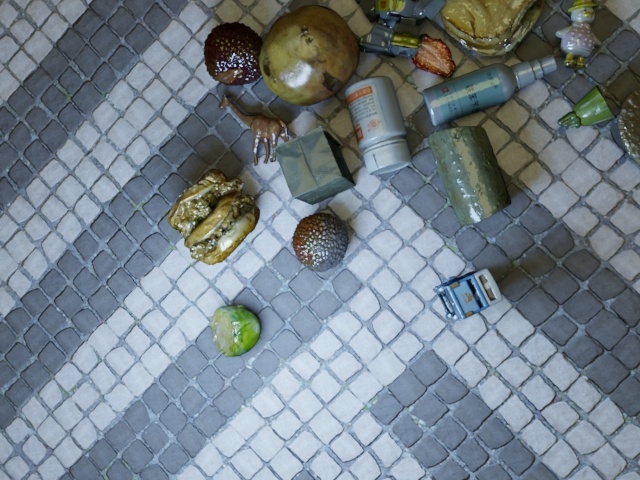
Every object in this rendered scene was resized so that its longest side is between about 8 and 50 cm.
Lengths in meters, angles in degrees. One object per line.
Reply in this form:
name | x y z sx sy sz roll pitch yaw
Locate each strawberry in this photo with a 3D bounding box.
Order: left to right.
strawberry | 0.314 -0.514 1.852 0.104 0.048 0.152 -42 85 2

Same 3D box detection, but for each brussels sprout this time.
brussels sprout | -0.238 0.259 1.907 0.152 0.122 0.149 -21 75 45

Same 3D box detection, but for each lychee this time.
lychee | -0.248 -0.546 1.908 0.188 0.188 0.188 0 88 11
lychee | 0.000 0.000 1.853 0.165 0.197 0.165 -2 120 -4

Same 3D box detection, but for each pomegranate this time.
pomegranate | -0.032 -0.506 1.807 0.282 0.281 0.280 0 88 11

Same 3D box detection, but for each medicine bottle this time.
medicine bottle | 0.163 -0.317 1.828 0.145 0.144 0.251 -18 84 10
medicine bottle | 0.460 -0.419 1.786 0.352 0.110 0.110 -18 85 10

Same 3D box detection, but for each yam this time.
yam | 0.403 -0.180 1.769 0.161 0.161 0.267 -20 84 10

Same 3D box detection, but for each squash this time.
squash | 0.704 -0.336 1.755 0.132 0.105 0.105 -32 82 26

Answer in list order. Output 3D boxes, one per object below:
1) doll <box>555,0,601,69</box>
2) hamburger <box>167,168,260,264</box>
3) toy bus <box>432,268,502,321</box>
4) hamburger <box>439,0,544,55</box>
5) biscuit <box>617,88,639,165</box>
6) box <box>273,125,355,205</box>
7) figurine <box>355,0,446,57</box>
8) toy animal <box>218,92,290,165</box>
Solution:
doll | 0.694 -0.559 1.759 0.129 0.081 0.207 11 88 -7
hamburger | -0.309 -0.055 1.866 0.211 0.260 0.245 43 129 -5
toy bus | 0.372 0.139 1.698 0.131 0.297 0.106 -26 84 3
hamburger | 0.469 -0.651 1.777 0.259 0.145 0.283 43 101 14
biscuit | 0.840 -0.272 1.716 0.133 0.032 0.249 -17 85 -23
box | -0.009 -0.201 1.813 0.156 0.231 0.148 -23 84 9
figurine | 0.213 -0.655 1.796 0.343 0.167 0.284 15 95 22
toy animal | -0.196 -0.336 1.944 0.224 0.066 0.229 -7 97 30
